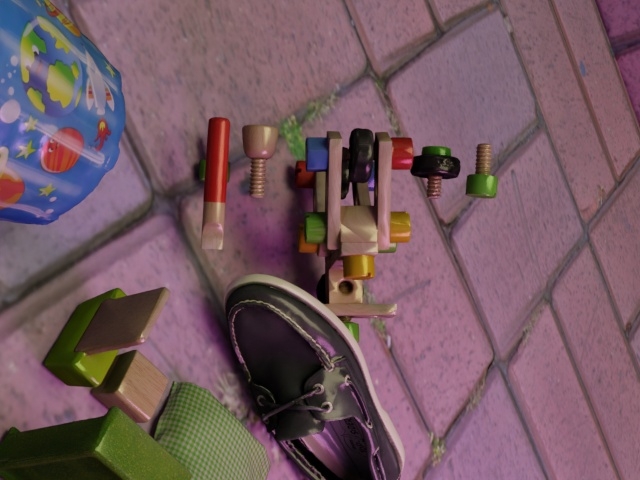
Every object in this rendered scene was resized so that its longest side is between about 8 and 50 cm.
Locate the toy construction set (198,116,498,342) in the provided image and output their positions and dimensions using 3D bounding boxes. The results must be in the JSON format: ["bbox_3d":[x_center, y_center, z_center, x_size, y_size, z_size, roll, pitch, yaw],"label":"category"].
[{"bbox_3d":[0.000,0.000,1.099,0.309,0.257,0.237,6,86,-30],"label":"toy construction set"}]

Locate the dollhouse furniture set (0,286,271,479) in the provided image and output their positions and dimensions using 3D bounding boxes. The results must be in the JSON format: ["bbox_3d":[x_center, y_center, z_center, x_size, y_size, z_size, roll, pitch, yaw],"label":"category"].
[{"bbox_3d":[-0.116,0.204,0.903,0.301,0.151,0.197,50,42,-29],"label":"dollhouse furniture set"}]

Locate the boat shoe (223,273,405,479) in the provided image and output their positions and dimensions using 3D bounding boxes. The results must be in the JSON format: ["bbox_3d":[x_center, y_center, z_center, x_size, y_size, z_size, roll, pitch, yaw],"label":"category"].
[{"bbox_3d":[-0.010,0.190,1.072,0.113,0.127,0.340,-73,143,-51],"label":"boat shoe"}]

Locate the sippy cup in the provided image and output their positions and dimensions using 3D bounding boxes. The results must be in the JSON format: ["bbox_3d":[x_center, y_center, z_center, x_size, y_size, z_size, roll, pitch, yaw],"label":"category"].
[{"bbox_3d":[-0.282,-0.121,0.762,0.305,0.240,0.224,-60,146,0],"label":"sippy cup"}]
